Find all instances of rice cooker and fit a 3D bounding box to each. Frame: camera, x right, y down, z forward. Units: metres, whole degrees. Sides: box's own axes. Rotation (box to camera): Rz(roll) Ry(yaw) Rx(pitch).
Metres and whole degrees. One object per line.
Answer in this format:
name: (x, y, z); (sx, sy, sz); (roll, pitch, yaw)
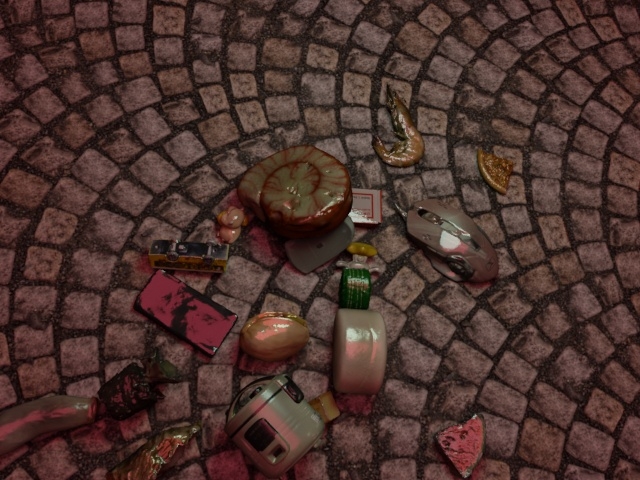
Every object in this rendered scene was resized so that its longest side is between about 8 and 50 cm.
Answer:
rice cooker: (-0.125, 0.481, 1.625); (0.226, 0.226, 0.244); (-39, 79, -18)

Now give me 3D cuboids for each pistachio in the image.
pistachio: (-0.133, 0.272, 1.760); (0.201, 0.117, 0.145); (-4, 109, -17)

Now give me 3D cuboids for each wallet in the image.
wallet: (-0.391, 0.207, 1.788); (0.286, 0.030, 0.146); (31, 73, 5)

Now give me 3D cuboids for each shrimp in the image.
shrimp: (0.237, -0.379, 2.070); (0.169, 0.058, 0.295); (-20, 78, -11)

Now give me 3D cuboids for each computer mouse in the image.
computer mouse: (0.000, 0.000, 1.877); (0.231, 0.079, 0.127); (-30, 112, -3)
computer mouse: (0.402, -0.019, 1.932); (0.389, 0.115, 0.199); (38, 67, 5)

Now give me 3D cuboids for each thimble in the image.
thimble: (0.103, 0.143, 1.826); (0.090, 0.118, 0.129); (4, 89, -3)

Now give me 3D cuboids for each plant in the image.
plant: (-0.484, 0.387, 1.657); (0.203, 0.131, 0.142); (-29, 76, -6)

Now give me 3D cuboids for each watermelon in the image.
watermelon: (0.389, 0.568, 1.751); (0.139, 0.071, 0.187); (20, 77, 7)

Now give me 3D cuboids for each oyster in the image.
oyster: (-0.456, 0.590, 1.594); (0.341, 0.166, 0.110); (-40, 89, -2)

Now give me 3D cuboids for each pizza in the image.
pizza: (0.598, -0.238, 2.072); (0.131, 0.041, 0.178); (-10, 73, -13)

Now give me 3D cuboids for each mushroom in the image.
mushroom: (-0.759, 0.477, 1.609); (0.352, 0.097, 0.109); (-16, 74, -16)

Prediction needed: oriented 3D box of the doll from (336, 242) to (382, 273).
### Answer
doll: (0.129, 0.064, 1.893); (0.135, 0.071, 0.113); (33, 78, -1)

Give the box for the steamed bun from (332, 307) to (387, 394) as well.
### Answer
steamed bun: (0.109, 0.310, 1.748); (0.147, 0.164, 0.241); (5, 70, -8)

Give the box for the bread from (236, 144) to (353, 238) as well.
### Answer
bread: (-0.058, -0.150, 1.847); (0.328, 0.114, 0.295); (31, 62, 33)

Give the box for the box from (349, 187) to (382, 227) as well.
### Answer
box: (0.077, -0.106, 1.950); (0.230, 0.050, 0.122); (4, 71, -6)

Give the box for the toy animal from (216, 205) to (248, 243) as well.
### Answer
toy animal: (-0.275, -0.057, 1.868); (0.091, 0.082, 0.114); (28, 70, 4)

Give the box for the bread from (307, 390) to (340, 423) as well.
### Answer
bread: (-0.012, 0.490, 1.747); (0.109, 0.080, 0.084); (-32, 75, 19)

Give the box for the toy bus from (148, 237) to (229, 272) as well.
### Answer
toy bus: (-0.384, 0.045, 1.812); (0.227, 0.074, 0.081); (4, 41, -7)
